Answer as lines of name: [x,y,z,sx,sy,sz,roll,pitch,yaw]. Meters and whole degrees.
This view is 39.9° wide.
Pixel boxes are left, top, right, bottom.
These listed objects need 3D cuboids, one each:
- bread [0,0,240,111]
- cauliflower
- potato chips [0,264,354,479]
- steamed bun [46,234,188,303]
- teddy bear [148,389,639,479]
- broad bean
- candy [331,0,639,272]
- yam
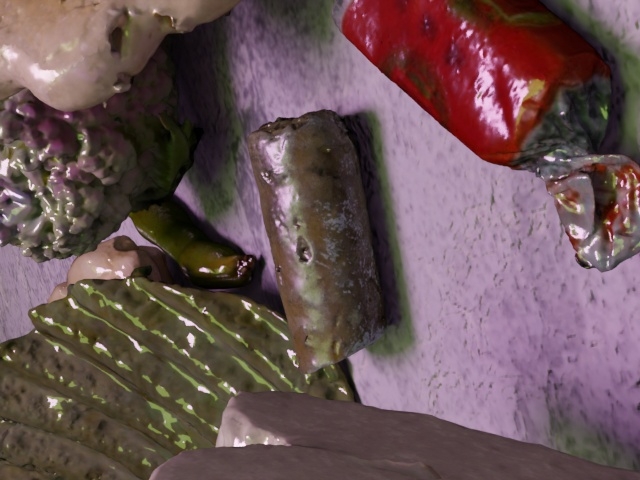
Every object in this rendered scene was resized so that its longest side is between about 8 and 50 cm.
bread: [-0.164,-0.230,0.604,0.316,0.316,0.054,56,-178,27]
cauliflower: [-0.248,-0.110,0.769,0.315,0.239,0.257,-5,94,30]
potato chips: [-0.145,0.208,0.793,0.389,0.097,0.373,9,117,21]
steamed bun: [-0.180,0.085,0.891,0.177,0.106,0.192,36,123,23]
teddy bear: [0.101,0.280,0.364,0.327,0.375,0.363,-9,-74,-82]
broad bean: [-0.143,-0.014,0.842,0.256,0.052,0.053,35,116,43]
candy: [0.075,-0.105,0.468,0.292,0.059,0.086,52,140,30]
yam: [0.000,0.000,0.611,0.078,0.078,0.179,-3,100,57]
